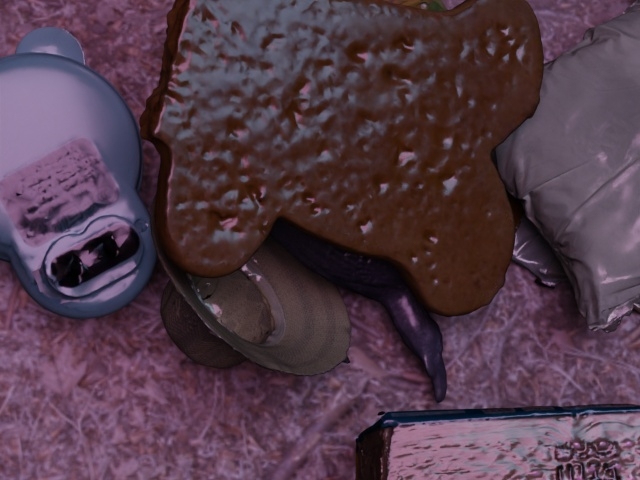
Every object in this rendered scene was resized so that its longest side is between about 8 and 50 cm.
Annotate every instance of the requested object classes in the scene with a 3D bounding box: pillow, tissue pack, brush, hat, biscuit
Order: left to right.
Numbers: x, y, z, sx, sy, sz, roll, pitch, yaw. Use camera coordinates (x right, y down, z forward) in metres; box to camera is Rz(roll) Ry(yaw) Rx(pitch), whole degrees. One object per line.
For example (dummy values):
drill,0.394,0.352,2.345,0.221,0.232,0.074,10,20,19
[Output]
hat,-0.096,0.064,1.589,0.110,0.252,0.252,-43,83,28
biscuit,0.024,-0.129,1.534,0.394,0.076,0.368,10,89,-24
tissue pack,0.173,0.233,1.545,0.271,0.192,0.134,-1,76,-7
brush,0.306,0.038,1.695,0.336,0.020,0.085,28,74,0
pillow,0.317,-0.091,1.643,0.283,0.138,0.310,-34,67,0

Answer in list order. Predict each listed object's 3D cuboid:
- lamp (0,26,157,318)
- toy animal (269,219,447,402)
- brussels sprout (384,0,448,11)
lamp,-0.267,-0.057,1.582,0.209,0.147,0.284,-30,74,-10
toy animal,0.025,-0.018,1.620,0.367,0.081,0.206,37,56,-20
brussels sprout,0.071,-0.186,1.668,0.149,0.151,0.122,-23,111,-28
